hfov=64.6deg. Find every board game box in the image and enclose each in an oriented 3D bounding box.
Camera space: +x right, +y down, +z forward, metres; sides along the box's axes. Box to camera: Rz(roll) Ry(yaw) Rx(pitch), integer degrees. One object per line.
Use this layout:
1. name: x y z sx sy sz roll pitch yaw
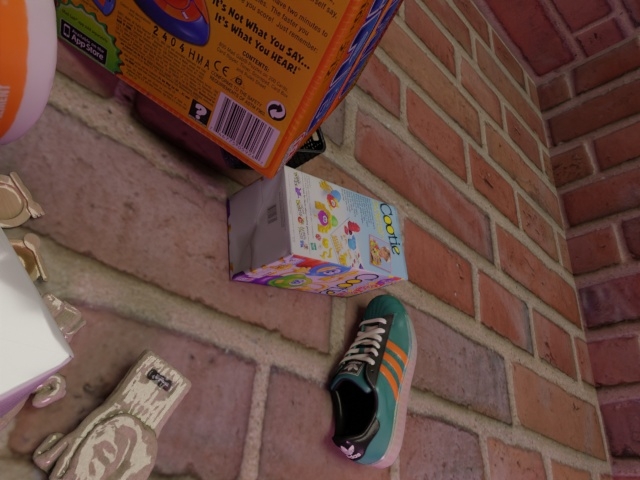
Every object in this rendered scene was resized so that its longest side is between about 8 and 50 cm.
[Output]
1. board game box: 0.000 0.000 0.842 0.275 0.142 0.144 15 61 -44
2. board game box: -0.075 -0.384 0.685 0.356 0.356 0.356 34 45 -1

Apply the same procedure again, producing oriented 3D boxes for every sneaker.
1. sneaker: 0.087 0.217 0.863 0.121 0.108 0.302 37 49 -37

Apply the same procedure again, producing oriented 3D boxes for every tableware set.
1. tableware set: -0.368 -0.004 0.524 0.169 0.020 0.141 -14 82 -50

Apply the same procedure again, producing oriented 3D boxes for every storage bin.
1. storage bin: -0.088 -0.195 0.883 0.180 0.084 0.122 -8 79 -49

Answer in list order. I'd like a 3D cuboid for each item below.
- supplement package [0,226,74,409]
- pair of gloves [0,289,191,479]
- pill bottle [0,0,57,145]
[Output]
1. supplement package: -0.326 0.067 0.315 0.199 0.263 0.198 -30 89 -45
2. pair of gloves: -0.275 0.177 0.522 0.240 0.042 0.204 39 51 -23
3. pill bottle: -0.385 -0.145 0.271 0.392 0.224 0.224 -26 92 -55
